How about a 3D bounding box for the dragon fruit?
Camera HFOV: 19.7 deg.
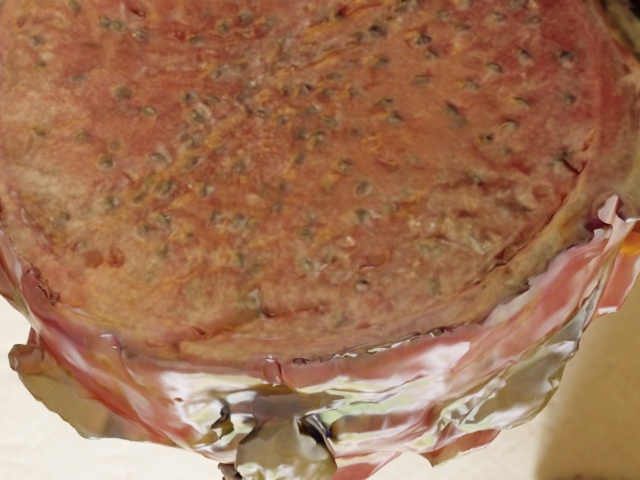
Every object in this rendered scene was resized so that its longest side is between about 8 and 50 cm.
[{"bbox_3d":[0.000,0.000,0.834,0.314,0.296,0.263,42,161,21],"label":"dragon fruit"}]
